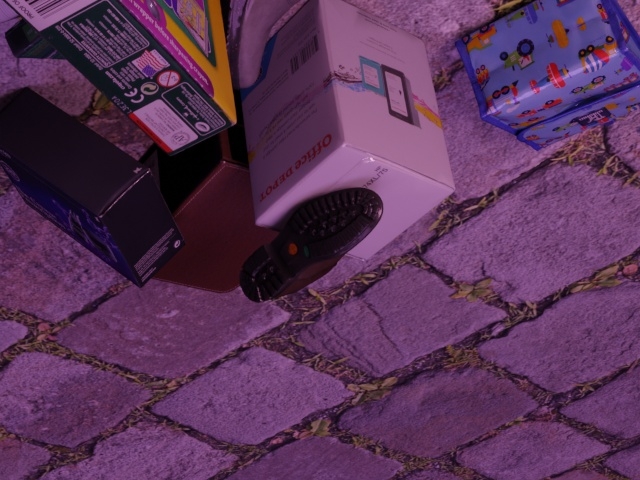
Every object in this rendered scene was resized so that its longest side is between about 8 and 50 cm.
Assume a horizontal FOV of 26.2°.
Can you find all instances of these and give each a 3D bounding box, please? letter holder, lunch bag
[{"bbox_3d":[-0.144,-0.069,2.059,0.214,0.152,0.302,16,139,-33],"label":"letter holder"},{"bbox_3d":[0.362,-0.229,1.976,0.221,0.138,0.293,-25,154,21],"label":"lunch bag"}]

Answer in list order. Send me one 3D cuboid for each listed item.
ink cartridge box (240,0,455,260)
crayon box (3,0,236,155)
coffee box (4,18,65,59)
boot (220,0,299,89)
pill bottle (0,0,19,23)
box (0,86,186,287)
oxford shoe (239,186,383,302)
[{"bbox_3d":[0.030,-0.151,1.867,0.197,0.270,0.198,20,137,-34],"label":"ink cartridge box"},{"bbox_3d":[-0.241,-0.321,1.531,0.106,0.313,0.363,-24,142,17],"label":"crayon box"},{"bbox_3d":[-0.300,-0.274,1.755,0.113,0.040,0.184,-31,169,27],"label":"coffee box"},{"bbox_3d":[-0.011,-0.322,1.724,0.222,0.118,0.338,0,138,-12],"label":"boot"},{"bbox_3d":[-0.390,-0.318,1.705,0.160,0.087,0.087,-16,144,11],"label":"pill bottle"},{"bbox_3d":[-0.331,-0.074,1.919,0.103,0.261,0.184,-45,148,-20],"label":"box"},{"bbox_3d":[0.000,0.000,1.789,0.227,0.083,0.096,-33,164,29],"label":"oxford shoe"}]
